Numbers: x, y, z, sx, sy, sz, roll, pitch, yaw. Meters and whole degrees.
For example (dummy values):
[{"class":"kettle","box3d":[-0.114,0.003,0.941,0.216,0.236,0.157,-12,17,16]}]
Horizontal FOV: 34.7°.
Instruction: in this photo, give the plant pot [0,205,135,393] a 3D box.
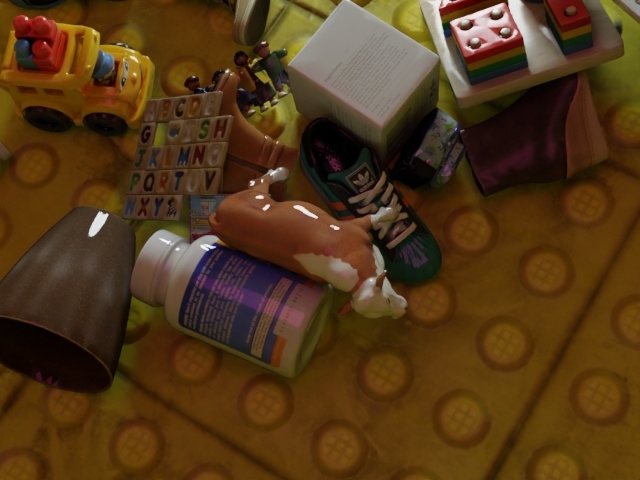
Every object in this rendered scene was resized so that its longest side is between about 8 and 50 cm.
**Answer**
[{"class":"plant pot","box3d":[-0.365,0.071,1.506,0.215,0.215,0.230,12,58,9]}]

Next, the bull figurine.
[{"class":"bull figurine","box3d":[0.000,0.000,1.433,0.310,0.101,0.188,25,32,15]}]

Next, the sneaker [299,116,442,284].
[{"class":"sneaker","box3d":[0.068,-0.060,1.538,0.108,0.121,0.302,-39,73,-10]}]

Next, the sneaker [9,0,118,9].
[{"class":"sneaker","box3d":[-0.431,-0.450,1.737,0.232,0.090,0.081,-4,71,3]}]

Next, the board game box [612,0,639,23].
[{"class":"board game box","box3d":[0.505,-0.444,1.579,0.390,0.050,0.390,-30,68,-36]}]

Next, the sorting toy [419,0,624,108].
[{"class":"sorting toy","box3d":[0.297,-0.355,1.579,0.257,0.089,0.255,-18,49,6]}]

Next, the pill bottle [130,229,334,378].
[{"class":"pill bottle","box3d":[-0.131,0.082,1.491,0.272,0.152,0.152,23,74,12]}]

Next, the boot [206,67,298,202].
[{"class":"boot","box3d":[-0.108,-0.157,1.586,0.152,0.073,0.197,12,105,-5]}]

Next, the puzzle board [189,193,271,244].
[{"class":"puzzle board","box3d":[-0.140,-0.024,1.579,0.128,0.011,0.096,1,101,5]}]

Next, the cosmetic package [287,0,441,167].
[{"class":"cosmetic package","box3d":[0.068,-0.240,1.585,0.183,0.151,0.151,36,77,15]}]

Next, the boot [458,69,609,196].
[{"class":"boot","box3d":[0.312,-0.199,1.581,0.206,0.090,0.248,-15,68,3]}]

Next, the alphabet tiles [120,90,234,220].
[{"class":"alphabet tiles","box3d":[-0.217,-0.126,1.553,0.237,0.009,0.198,3,78,48]}]

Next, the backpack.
[{"class":"backpack","box3d":[0.171,-0.136,1.567,0.084,0.105,0.114,30,74,-9]}]

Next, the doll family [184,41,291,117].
[{"class":"doll family","box3d":[-0.136,-0.247,1.645,0.193,0.076,0.111,-32,90,-11]}]

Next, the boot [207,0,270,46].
[{"class":"boot","box3d":[-0.169,-0.408,1.697,0.165,0.077,0.213,4,57,7]}]

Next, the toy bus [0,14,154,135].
[{"class":"toy bus","box3d":[-0.391,-0.276,1.610,0.220,0.211,0.149,6,70,6]}]

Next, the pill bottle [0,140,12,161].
[{"class":"pill bottle","box3d":[-0.557,-0.120,1.647,0.116,0.065,0.065,-40,72,-8]}]
